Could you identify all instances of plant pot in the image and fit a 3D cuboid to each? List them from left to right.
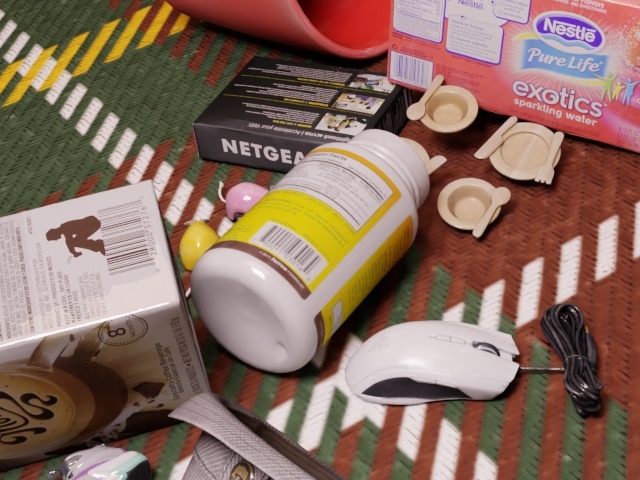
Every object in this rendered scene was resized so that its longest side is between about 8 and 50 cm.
[{"bbox_3d":[-0.046,-0.336,1.367,0.243,0.274,0.275,11,42,40],"label":"plant pot"}]

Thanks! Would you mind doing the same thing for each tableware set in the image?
[{"bbox_3d":[0.125,-0.076,1.142,0.169,0.020,0.141,29,65,24],"label":"tableware set"}]

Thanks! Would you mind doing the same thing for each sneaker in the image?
[{"bbox_3d":[-0.176,0.181,0.911,0.069,0.038,0.098,15,35,31],"label":"sneaker"}]

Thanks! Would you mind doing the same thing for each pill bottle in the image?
[{"bbox_3d":[0.000,0.000,1.030,0.117,0.117,0.215,18,46,31],"label":"pill bottle"}]

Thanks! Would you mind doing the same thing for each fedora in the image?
[{"bbox_3d":[-0.001,0.203,0.730,0.275,0.244,0.124,30,82,37],"label":"fedora"}]

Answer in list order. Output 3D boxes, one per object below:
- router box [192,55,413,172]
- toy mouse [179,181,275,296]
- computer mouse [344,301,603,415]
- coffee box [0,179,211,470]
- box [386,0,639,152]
[{"bbox_3d":[-0.016,-0.121,1.244,0.179,0.046,0.133,11,42,25],"label":"router box"},{"bbox_3d":[-0.056,-0.016,1.132,0.143,0.031,0.161,-9,38,2],"label":"toy mouse"},{"bbox_3d":[0.111,0.088,0.954,0.193,0.042,0.106,-3,39,9],"label":"computer mouse"},{"bbox_3d":[-0.243,0.081,0.929,0.297,0.168,0.118,-15,55,-4],"label":"coffee box"},{"bbox_3d":[0.225,-0.206,1.175,0.300,0.154,0.142,18,46,19],"label":"box"}]
